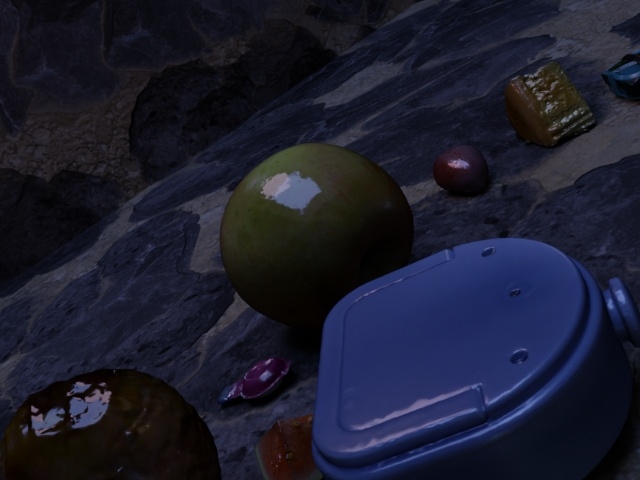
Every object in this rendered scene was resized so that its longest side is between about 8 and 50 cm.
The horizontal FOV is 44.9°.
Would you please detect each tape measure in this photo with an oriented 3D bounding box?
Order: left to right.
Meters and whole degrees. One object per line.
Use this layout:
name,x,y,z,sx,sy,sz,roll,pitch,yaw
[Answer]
tape measure,0.647,-0.338,1.539,0.125,0.081,0.146,-31,22,4

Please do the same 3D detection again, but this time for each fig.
fig,-0.268,0.319,1.063,0.286,0.286,0.369,-31,-9,-4

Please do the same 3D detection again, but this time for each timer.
timer,0.183,0.155,0.895,0.394,0.173,0.395,-25,21,10

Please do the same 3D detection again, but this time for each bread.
bread,0.475,-0.256,1.610,0.140,0.169,0.160,-27,-19,3

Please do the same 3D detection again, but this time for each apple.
apple,0.000,0.000,1.292,0.319,0.319,0.277,-36,36,-18

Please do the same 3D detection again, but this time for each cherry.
cherry,0.285,-0.145,1.549,0.106,0.087,0.126,-42,22,-20

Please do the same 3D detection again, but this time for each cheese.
cheese,-0.108,0.232,1.268,0.145,0.038,0.095,-26,20,24

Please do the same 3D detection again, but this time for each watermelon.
watermelon,-0.033,0.274,1.011,0.125,0.094,0.135,-19,27,3
